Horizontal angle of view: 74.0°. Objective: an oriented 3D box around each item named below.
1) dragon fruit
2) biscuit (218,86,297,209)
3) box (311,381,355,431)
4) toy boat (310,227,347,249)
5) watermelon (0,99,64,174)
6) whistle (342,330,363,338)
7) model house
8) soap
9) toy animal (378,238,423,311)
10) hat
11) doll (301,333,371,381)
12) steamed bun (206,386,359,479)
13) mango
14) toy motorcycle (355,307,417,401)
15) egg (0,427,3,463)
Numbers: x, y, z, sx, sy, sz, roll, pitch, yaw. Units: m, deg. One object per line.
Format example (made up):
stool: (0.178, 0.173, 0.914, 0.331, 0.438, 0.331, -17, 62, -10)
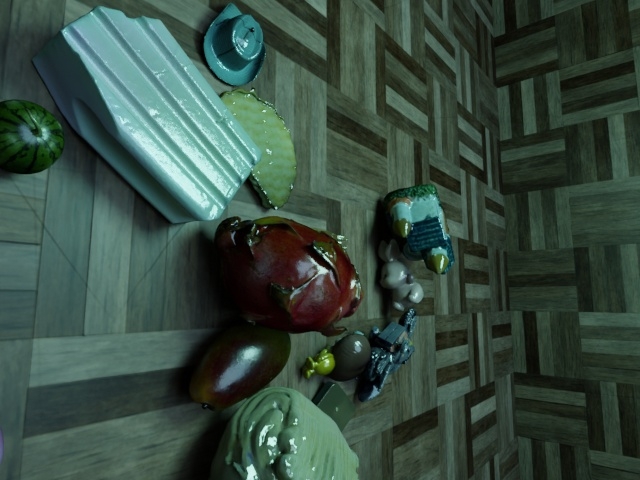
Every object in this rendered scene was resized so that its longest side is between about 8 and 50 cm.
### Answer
dragon fruit: (-0.063, 0.070, 0.837, 0.315, 0.250, 0.250, 44, 53, -41)
biscuit: (-0.127, -0.217, 0.964, 0.187, 0.036, 0.273, -47, 120, -43)
box: (0.031, 0.418, 1.063, 0.091, 0.031, 0.126, -49, 122, -25)
toy boat: (0.000, 0.000, 1.063, 0.206, 0.072, 0.064, 6, 81, -50)
watermelon: (-0.394, -0.137, 0.567, 0.109, 0.109, 0.109, 10, 78, -50)
whistle: (0.081, 0.274, 1.153, 0.100, 0.035, 0.035, -20, 101, -36)
model house: (0.307, 0.001, 1.284, 0.291, 0.184, 0.253, -86, 157, -54)
soap: (-0.273, -0.202, 0.717, 0.347, 0.115, 0.208, 52, 48, -33)
toy animal: (0.224, 0.106, 1.312, 0.124, 0.124, 0.212, -31, 87, -49)
hat: (-0.169, -0.428, 0.907, 0.138, 0.078, 0.190, 38, 57, -40)
doll: (0.046, 0.285, 1.050, 0.188, 0.096, 0.145, 24, 108, -43)
steamed bun: (-0.073, 0.483, 0.761, 0.352, 0.247, 0.339, 54, 18, -20)
mango: (-0.143, 0.226, 0.827, 0.267, 0.111, 0.133, -21, 82, -57)
toy motorcycle: (0.201, 0.323, 1.228, 0.307, 0.108, 0.173, -33, 135, -45)
egg: (-0.445, 0.185, 0.395, 0.196, 0.196, 0.271, -56, 140, -39)
